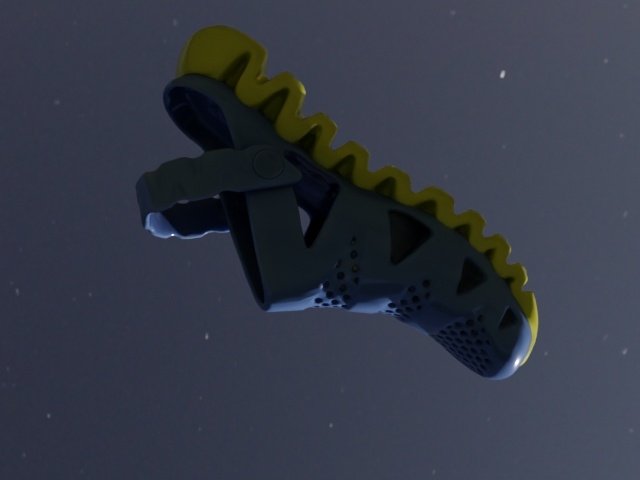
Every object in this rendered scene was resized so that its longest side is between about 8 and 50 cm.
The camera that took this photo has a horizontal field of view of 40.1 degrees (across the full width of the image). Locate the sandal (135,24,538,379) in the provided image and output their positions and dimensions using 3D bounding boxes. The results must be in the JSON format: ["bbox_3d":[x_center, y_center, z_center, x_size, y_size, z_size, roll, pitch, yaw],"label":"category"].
[{"bbox_3d":[0.000,0.000,0.598,0.317,0.126,0.138,36,-114,5],"label":"sandal"}]
